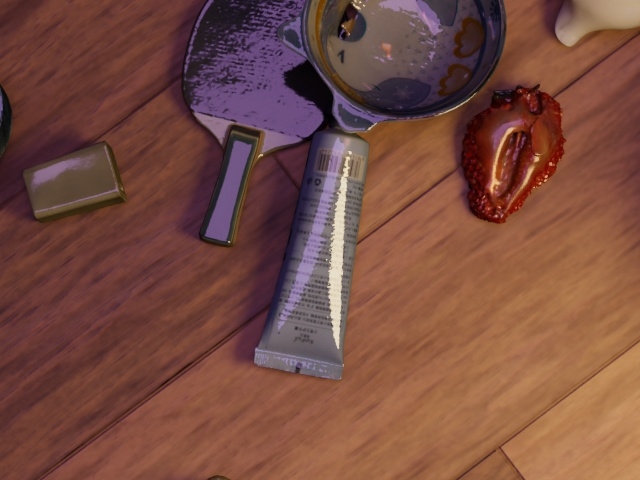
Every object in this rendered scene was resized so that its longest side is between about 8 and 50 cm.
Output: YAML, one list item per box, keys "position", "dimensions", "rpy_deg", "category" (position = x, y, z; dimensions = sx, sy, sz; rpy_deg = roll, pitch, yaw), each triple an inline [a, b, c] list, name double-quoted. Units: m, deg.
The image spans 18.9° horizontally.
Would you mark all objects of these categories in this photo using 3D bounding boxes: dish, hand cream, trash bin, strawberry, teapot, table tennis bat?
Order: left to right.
- position: [-0.251, -0.057, 1.956]
  dimensions: [0.092, 0.043, 0.061]
  rpy_deg: [-17, 80, 0]
  category: "trash bin"
- position: [-0.066, -0.139, 1.973]
  dimensions: [0.173, 0.022, 0.301]
  rpy_deg: [14, 80, 4]
  category: "table tennis bat"
- position: [0.000, 0.000, 1.933]
  dimensions: [0.091, 0.058, 0.271]
  rpy_deg: [11, 84, -8]
  category: "hand cream"
- position: [0.073, -0.217, 1.945]
  dimensions: [0.236, 0.086, 0.228]
  rpy_deg: [-37, 82, -11]
  category: "dish"
- position: [0.194, -0.091, 1.942]
  dimensions: [0.104, 0.048, 0.152]
  rpy_deg: [14, 78, 8]
  category: "strawberry"
- position: [0.316, -0.295, 1.936]
  dimensions: [0.145, 0.092, 0.226]
  rpy_deg: [31, 87, -31]
  category: "teapot"

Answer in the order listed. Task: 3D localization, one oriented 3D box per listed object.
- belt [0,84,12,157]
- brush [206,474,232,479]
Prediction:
- position: [-0.401, -0.103, 1.949]
  dimensions: [0.141, 0.082, 0.190]
  rpy_deg: [38, 83, 5]
  category: "belt"
- position: [-0.046, 0.323, 1.874]
  dimensions: [0.197, 0.059, 0.123]
  rpy_deg: [26, 85, 7]
  category: "brush"
